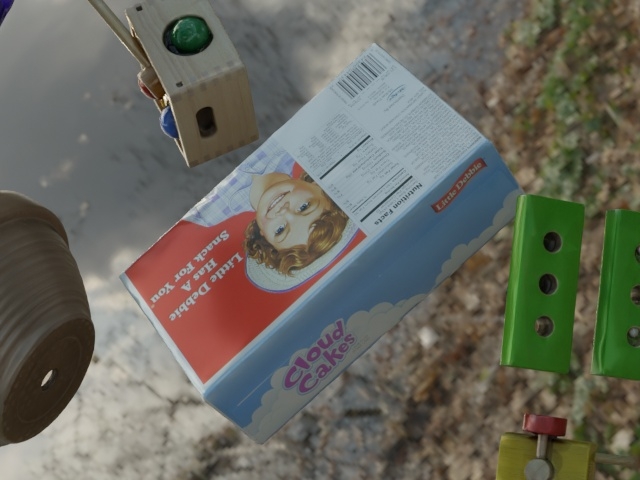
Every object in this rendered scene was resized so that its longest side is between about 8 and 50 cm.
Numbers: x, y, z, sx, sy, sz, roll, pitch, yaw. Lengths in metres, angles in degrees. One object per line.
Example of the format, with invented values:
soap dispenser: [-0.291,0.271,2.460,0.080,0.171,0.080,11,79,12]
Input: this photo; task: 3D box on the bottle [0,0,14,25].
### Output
bottle: [-0.222,-0.028,0.552,0.092,0.118,0.283,6,67,42]

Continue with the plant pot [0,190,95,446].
plant pot: [-0.260,0.087,1.139,0.110,0.237,0.237,28,70,18]

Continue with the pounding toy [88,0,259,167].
pounding toy: [-0.132,-0.157,1.236,0.100,0.141,0.130,-24,60,-9]

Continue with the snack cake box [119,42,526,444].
snack cake box: [0.000,0.000,1.018,0.264,0.089,0.152,-42,48,0]

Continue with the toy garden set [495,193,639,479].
toy garden set: [0.219,0.088,0.920,0.049,0.244,0.204,172,105,-68]
